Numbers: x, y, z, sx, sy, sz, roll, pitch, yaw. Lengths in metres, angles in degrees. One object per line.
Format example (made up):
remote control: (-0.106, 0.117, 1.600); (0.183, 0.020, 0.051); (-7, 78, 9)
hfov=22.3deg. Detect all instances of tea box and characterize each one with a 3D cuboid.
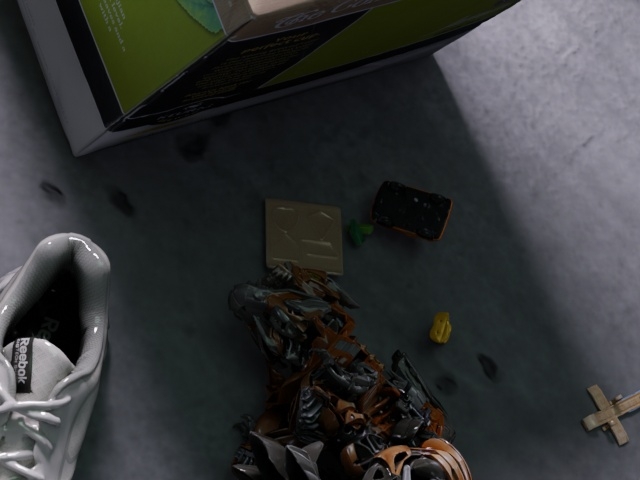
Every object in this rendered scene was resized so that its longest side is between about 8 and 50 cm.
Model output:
tea box: (-0.008, -0.230, 1.080); (0.329, 0.323, 0.220); (-19, 89, -30)

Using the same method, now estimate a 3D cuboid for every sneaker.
sneaker: (-0.189, 0.125, 0.965); (0.110, 0.118, 0.292); (19, 60, -15)

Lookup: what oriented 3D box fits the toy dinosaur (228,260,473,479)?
toy dinosaur: (0.030, 0.160, 1.026); (0.218, 0.164, 0.322); (-16, 49, -45)

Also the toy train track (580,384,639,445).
toy train track: (0.228, 0.121, 1.200); (0.083, 0.014, 0.048); (-21, 73, -30)

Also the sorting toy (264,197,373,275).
sorting toy: (0.000, 0.000, 1.169); (0.083, 0.012, 0.062); (7, 57, -16)

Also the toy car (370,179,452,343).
toy car: (0.067, 0.018, 1.183); (0.060, 0.040, 0.122); (-1, 77, 12)
